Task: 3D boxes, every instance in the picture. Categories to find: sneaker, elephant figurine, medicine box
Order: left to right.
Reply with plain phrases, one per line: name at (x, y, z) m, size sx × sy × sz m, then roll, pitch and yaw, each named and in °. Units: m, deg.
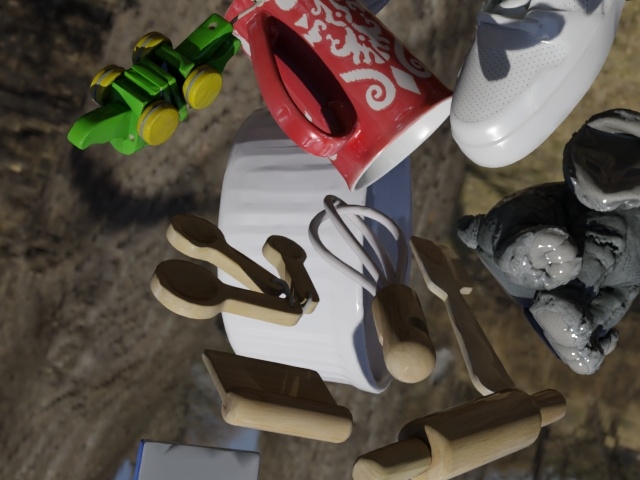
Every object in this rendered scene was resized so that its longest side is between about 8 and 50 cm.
medicine box at (-0.168, 0.412, 1.637) m, size 0.149 × 0.263 × 0.289 m, roll 8°, pitch 156°, yaw -4°
sneaker at (0.139, -0.208, 0.900) m, size 0.108 × 0.292 × 0.169 m, roll 20°, pitch 167°, yaw 47°
elephant figurine at (0.254, -0.017, 1.044) m, size 0.186 × 0.239 × 0.169 m, roll 53°, pitch -179°, yaw 6°

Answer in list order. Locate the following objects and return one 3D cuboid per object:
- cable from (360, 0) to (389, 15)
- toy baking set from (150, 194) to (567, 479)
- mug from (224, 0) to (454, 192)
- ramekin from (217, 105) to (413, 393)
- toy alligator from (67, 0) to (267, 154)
cable at (0.030, -0.354, 1.438) m, size 0.089 × 0.257 × 0.257 m, roll 26°, pitch -178°, yaw 27°
toy baking set at (0.030, 0.039, 0.664) m, size 0.256 × 0.030 × 0.197 m, roll -4°, pitch -139°, yaw -47°
mug at (0.009, -0.137, 1.027) m, size 0.169 × 0.113 × 0.150 m, roll 50°, pitch -171°, yaw 8°
ramekin at (0.000, 0.000, 1.238) m, size 0.135 × 0.277 × 0.277 m, roll 2°, pitch 173°, yaw 13°
toy alligator at (-0.088, -0.108, 0.871) m, size 0.056 × 0.190 × 0.051 m, roll 36°, pitch 153°, yaw 22°
